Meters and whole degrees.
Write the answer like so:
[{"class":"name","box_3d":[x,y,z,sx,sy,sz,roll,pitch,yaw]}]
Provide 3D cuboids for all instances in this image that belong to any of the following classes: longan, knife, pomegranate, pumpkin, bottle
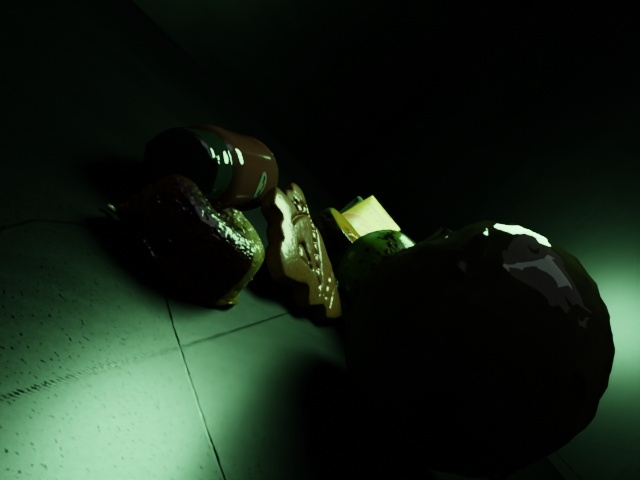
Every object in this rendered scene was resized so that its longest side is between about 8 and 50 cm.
[{"class":"longan","box_3d":[0.227,0.150,0.789,0.391,0.391,0.391,47,8,-9]},{"class":"knife","box_3d":[0.057,0.166,1.138,0.058,0.032,0.244,47,11,-39]},{"class":"pomegranate","box_3d":[0.149,0.082,1.125,0.211,0.211,0.263,46,-6,-13]},{"class":"pumpkin","box_3d":[0.065,0.047,1.358,0.317,0.139,0.222,42,13,-21]},{"class":"bottle","box_3d":[-0.167,-0.116,0.836,0.144,0.144,0.336,48,8,1]}]

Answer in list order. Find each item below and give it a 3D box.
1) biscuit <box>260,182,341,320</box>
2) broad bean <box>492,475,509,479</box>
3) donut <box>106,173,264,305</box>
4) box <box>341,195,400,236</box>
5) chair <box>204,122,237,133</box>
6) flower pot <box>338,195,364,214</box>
[{"class":"biscuit","box_3d":[-0.021,0.035,0.965,0.284,0.043,0.306,-88,154,-54]},{"class":"broad bean","box_3d":[0.392,0.506,1.184,0.213,0.048,0.070,41,10,-38]},{"class":"donut","box_3d":[-0.136,0.004,0.647,0.141,0.085,0.217,50,6,18]},{"class":"box","box_3d":[0.115,-0.025,1.610,0.152,0.269,0.043,50,-35,9]},{"class":"chair","box_3d":[-0.231,-0.217,1.219,0.212,0.084,0.101,40,15,-44]},{"class":"flower pot","box_3d":[0.134,-0.017,1.814,0.209,0.189,0.239,48,8,-9]}]
